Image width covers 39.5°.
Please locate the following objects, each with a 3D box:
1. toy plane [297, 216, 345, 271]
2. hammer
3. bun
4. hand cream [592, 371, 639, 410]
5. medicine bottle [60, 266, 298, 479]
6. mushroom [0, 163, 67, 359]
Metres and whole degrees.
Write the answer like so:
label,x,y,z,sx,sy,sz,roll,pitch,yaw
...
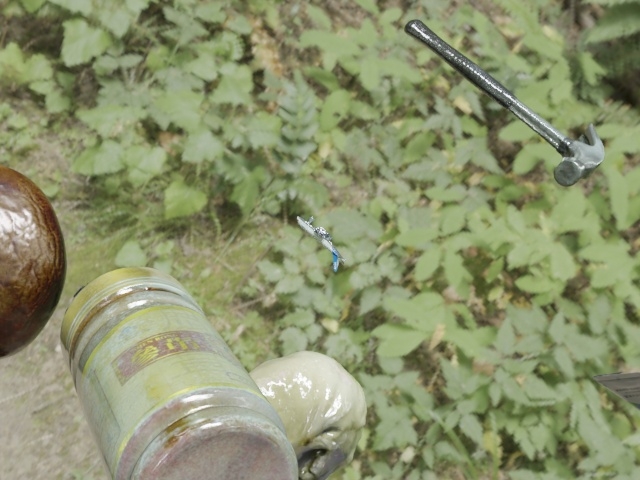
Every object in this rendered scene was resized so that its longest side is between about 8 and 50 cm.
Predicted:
label,x,y,z,sx,sy,sz,roll,pitch,yaw
toy plane,0.003,-0.001,1.124,0.024,0.078,0.084,-37,85,-5
hammer,0.185,-0.150,0.909,0.246,0.029,0.103,43,38,17
bun,-0.042,0.306,1.460,0.272,0.273,0.168,2,31,-34
hand cream,0.433,0.204,1.164,0.142,0.084,0.053,28,63,-27
medicine bottle,-0.144,0.150,0.839,0.151,0.151,0.322,11,14,-28
mushroom,-0.391,0.024,1.001,0.138,0.194,0.232,-9,90,-55
